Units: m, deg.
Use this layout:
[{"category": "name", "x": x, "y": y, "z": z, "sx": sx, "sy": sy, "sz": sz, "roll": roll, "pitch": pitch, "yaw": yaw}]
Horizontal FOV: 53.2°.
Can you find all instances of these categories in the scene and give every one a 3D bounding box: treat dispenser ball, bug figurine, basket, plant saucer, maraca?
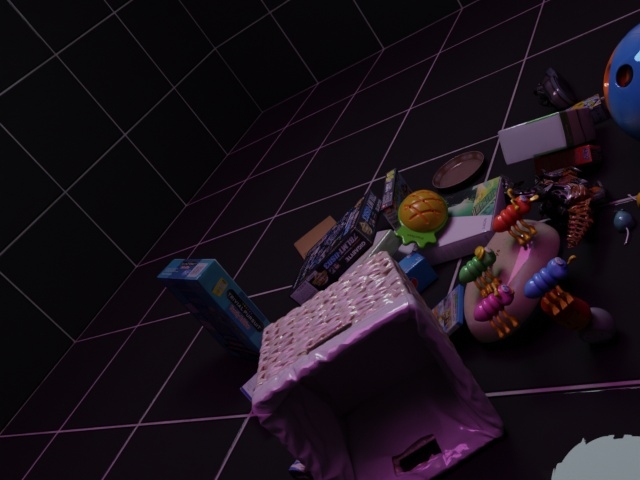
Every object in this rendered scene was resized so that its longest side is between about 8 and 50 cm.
[{"category": "treat dispenser ball", "x": 0.754, "y": -0.339, "z": 1.350, "sx": 0.288, "sy": 0.288, "sz": 0.288, "roll": -31, "pitch": 25, "yaw": 16}, {"category": "bug figurine", "x": 0.342, "y": 0.042, "z": 1.155, "sx": 0.216, "sy": 0.072, "sz": 0.279, "roll": -52, "pitch": 24, "yaw": 27}, {"category": "basket", "x": 0.090, "y": 0.251, "z": 1.174, "sx": 0.328, "sy": 0.331, "sz": 0.266, "roll": -34, "pitch": 22, "yaw": 8}, {"category": "plant saucer", "x": 0.414, "y": -0.203, "z": 1.907, "sx": 0.168, "sy": 0.029, "sz": 0.168, "roll": -31, "pitch": 25, "yaw": 16}, {"category": "maraca", "x": 0.257, "y": -0.055, "z": 1.633, "sx": 0.127, "sy": 0.099, "sz": 0.186, "roll": 9, "pitch": 54, "yaw": 18}]

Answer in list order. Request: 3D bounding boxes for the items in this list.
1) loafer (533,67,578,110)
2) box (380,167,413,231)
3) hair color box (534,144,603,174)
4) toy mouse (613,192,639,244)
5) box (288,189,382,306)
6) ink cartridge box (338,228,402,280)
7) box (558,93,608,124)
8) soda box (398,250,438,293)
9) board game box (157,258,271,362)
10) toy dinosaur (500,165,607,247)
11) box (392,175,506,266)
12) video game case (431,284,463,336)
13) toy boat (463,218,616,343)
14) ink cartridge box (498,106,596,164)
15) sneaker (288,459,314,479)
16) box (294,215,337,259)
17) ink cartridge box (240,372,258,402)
[{"category": "loafer", "x": 0.672, "y": -0.420, "z": 1.856, "sx": 0.095, "sy": 0.109, "sz": 0.302, "roll": -44, "pitch": 7, "yaw": 29}, {"category": "box", "x": 0.216, "y": -0.101, "z": 1.762, "sx": 0.036, "sy": 0.114, "sz": 0.207, "roll": -27, "pitch": 26, "yaw": 25}, {"category": "hair color box", "x": 0.605, "y": -0.195, "z": 1.565, "sx": 0.141, "sy": 0.043, "sz": 0.071, "roll": -12, "pitch": -5, "yaw": 44}, {"category": "toy mouse", "x": 0.649, "y": -0.050, "z": 1.297, "sx": 0.143, "sy": 0.031, "sz": 0.161, "roll": -44, "pitch": 25, "yaw": -15}, {"category": "box", "x": 0.049, "y": 0.020, "z": 1.826, "sx": 0.293, "sy": 0.073, "sz": 0.296, "roll": -44, "pitch": 10, "yaw": 25}, {"category": "ink cartridge box", "x": 0.117, "y": 0.057, "z": 1.717, "sx": 0.171, "sy": 0.056, "sz": 0.235, "roll": -51, "pitch": 9, "yaw": -12}, {"category": "box", "x": 0.677, "y": -0.324, "z": 1.722, "sx": 0.168, "sy": 0.054, "sz": 0.059, "roll": -23, "pitch": 28, "yaw": 29}, {"category": "soda box", "x": 0.183, "y": 0.123, "z": 1.589, "sx": 0.210, "sy": 0.071, "sz": 0.067, "roll": -39, "pitch": 22, "yaw": -3}, {"category": "board game box", "x": -0.268, "y": 0.195, "z": 1.767, "sx": 0.253, "sy": 0.336, "sz": 0.079, "roll": -1, "pitch": 43, "yaw": 53}, {"category": "toy dinosaur", "x": 0.520, "y": -0.084, "z": 1.406, "sx": 0.218, "sy": 0.165, "sz": 0.322, "roll": -9, "pitch": 6, "yaw": 16}, {"category": "box", "x": 0.329, "y": -0.033, "z": 1.685, "sx": 0.321, "sy": 0.058, "sz": 0.232, "roll": -20, "pitch": 29, "yaw": 35}, {"category": "video game case", "x": 0.251, "y": 0.183, "z": 1.376, "sx": 0.166, "sy": 0.015, "sz": 0.119, "roll": -52, "pitch": 12, "yaw": 36}, {"category": "toy boat", "x": 0.412, "y": 0.105, "z": 1.225, "sx": 0.268, "sy": 0.148, "sz": 0.318, "roll": -61, "pitch": 21, "yaw": 5}, {"category": "ink cartridge box", "x": 0.573, "y": -0.264, "z": 1.605, "sx": 0.160, "sy": 0.093, "sz": 0.219, "roll": -14, "pitch": 2, "yaw": 43}, {"category": "sneaker", "x": -0.006, "y": 0.452, "z": 1.293, "sx": 0.135, "sy": 0.052, "sz": 0.058, "roll": -15, "pitch": 28, "yaw": 41}, {"category": "box", "x": 0.000, "y": 0.000, "z": 2.133, "sx": 0.164, "sy": 0.021, "sz": 0.201, "roll": -38, "pitch": 23, "yaw": 0}, {"category": "ink cartridge box", "x": -0.040, "y": 0.299, "z": 1.600, "sx": 0.332, "sy": 0.065, "sz": 0.165, "roll": -42, "pitch": 24, "yaw": -12}]
